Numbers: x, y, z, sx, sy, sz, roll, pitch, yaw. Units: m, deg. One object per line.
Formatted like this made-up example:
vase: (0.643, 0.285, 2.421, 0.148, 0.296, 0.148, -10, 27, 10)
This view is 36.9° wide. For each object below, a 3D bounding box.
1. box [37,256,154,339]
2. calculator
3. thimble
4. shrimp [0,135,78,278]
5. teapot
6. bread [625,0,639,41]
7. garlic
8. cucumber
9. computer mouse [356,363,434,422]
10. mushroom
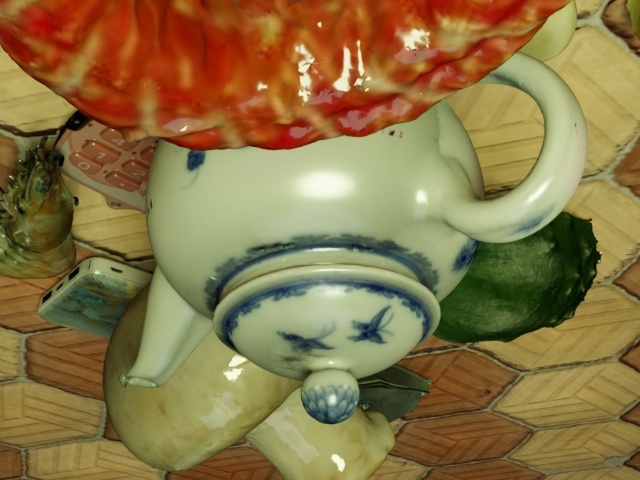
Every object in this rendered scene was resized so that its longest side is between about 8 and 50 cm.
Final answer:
box: (-0.178, 0.094, 1.140, 0.285, 0.044, 0.142, 21, 144, -33)
calculator: (-0.091, -0.101, 0.849, 0.330, 0.048, 0.220, -28, 141, 36)
thimble: (-0.030, -0.217, 0.472, 0.350, 0.230, 0.350, -11, 154, -5)
shrimp: (-0.315, -0.029, 0.913, 0.169, 0.058, 0.296, 9, 153, -13)
teapot: (0.000, 0.000, 0.706, 0.424, 0.279, 0.252, -26, 142, 32)
bread: (0.295, -0.234, 0.676, 0.088, 0.049, 0.226, 1, 146, -7)
garlic: (0.174, -0.169, 0.773, 0.083, 0.041, 0.053, -22, 138, 38)
cucumber: (0.180, 0.039, 0.942, 0.145, 0.105, 0.325, -28, 161, 29)
computer mouse: (0.055, 0.204, 1.310, 0.231, 0.071, 0.126, 15, 129, -43)
mushroom: (-0.054, 0.134, 0.959, 0.290, 0.297, 0.297, 51, 133, 1)
